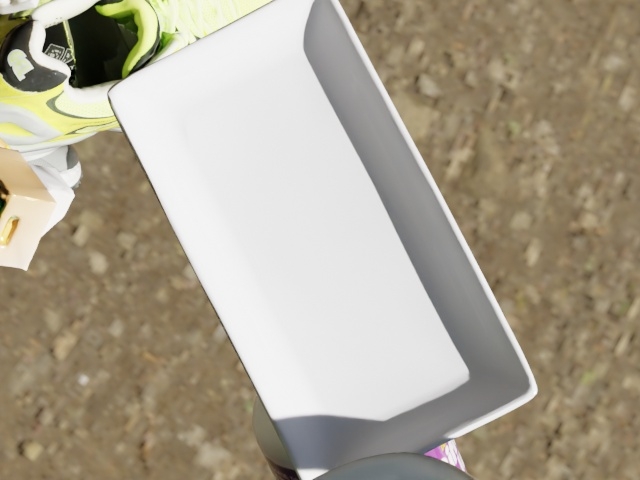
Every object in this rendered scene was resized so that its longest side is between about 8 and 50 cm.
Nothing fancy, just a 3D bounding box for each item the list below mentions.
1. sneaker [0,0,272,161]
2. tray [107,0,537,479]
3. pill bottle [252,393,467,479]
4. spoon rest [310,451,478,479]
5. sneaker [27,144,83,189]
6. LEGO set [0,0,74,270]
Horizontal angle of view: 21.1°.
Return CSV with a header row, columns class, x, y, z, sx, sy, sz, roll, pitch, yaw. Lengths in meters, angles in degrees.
class,x,y,z,sx,sy,sz,roll,pitch,yaw
sneaker,-0.138,-0.153,1.389,0.384,0.147,0.145,-31,99,-44
tray,0.000,0.000,0.985,0.145,0.270,0.030,-27,174,0
pill bottle,0.037,0.191,1.581,0.169,0.169,0.301,-40,126,-24
spoon rest,0.071,0.111,0.533,0.137,0.276,0.084,34,63,-40
sneaker,-0.313,-0.081,1.608,0.271,0.100,0.108,-12,94,-64
LEGO set,-0.191,-0.113,0.805,0.107,0.132,0.287,48,31,-46
